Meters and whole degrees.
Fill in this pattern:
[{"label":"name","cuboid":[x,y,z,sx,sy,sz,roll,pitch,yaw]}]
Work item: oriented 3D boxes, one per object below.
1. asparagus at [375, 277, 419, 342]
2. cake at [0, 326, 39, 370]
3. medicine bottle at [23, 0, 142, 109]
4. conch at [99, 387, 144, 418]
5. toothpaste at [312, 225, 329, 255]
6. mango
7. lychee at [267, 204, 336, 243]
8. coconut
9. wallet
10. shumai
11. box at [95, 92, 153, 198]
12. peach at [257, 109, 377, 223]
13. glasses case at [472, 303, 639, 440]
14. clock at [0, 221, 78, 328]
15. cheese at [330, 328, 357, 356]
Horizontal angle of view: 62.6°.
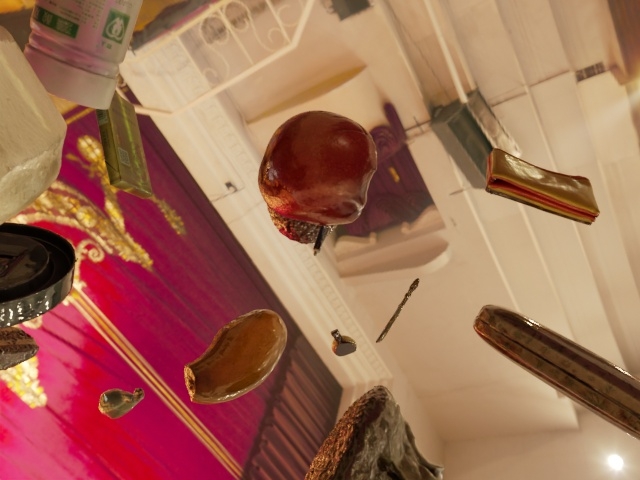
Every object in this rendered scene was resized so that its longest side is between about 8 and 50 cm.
[{"label":"asparagus","cuboid":[0.151,0.140,1.035,0.166,0.013,0.016,-62,173,21]},{"label":"cake","cuboid":[-0.751,0.230,1.163,0.112,0.135,0.246,38,-145,21]},{"label":"medicine bottle","cuboid":[-0.545,-0.493,1.211,0.326,0.211,0.212,-65,-159,14]},{"label":"conch","cuboid":[-0.452,0.369,1.195,0.180,0.088,0.065,-25,-117,37]},{"label":"toothpaste","cuboid":[0.000,0.000,1.242,0.019,0.027,0.083,-12,-130,47]},{"label":"mango","cuboid":[-0.223,0.323,1.460,0.359,0.187,0.144,-47,173,-42]},{"label":"lychee","cuboid":[-0.047,-0.122,1.645,0.260,0.261,0.261,-26,-154,13]},{"label":"coconut","cuboid":[-0.423,-0.139,0.566,0.237,0.266,0.237,-21,-152,12]},{"label":"wallet","cuboid":[0.478,-0.119,1.154,0.241,0.067,0.141,20,-140,2]},{"label":"shumai","cuboid":[0.150,0.590,1.297,0.324,0.323,0.397,-57,175,39]},{"label":"box","cuboid":[-0.585,-0.289,1.559,0.043,0.312,0.173,-18,168,9]},{"label":"peach","cuboid":[-0.006,-0.140,1.112,0.245,0.249,0.274,-24,-154,-18]},{"label":"glasses case","cuboid":[0.492,0.253,1.011,0.425,0.156,0.098,32,-81,29]},{"label":"clock","cuboid":[-0.627,0.058,0.991,0.312,0.062,0.313,10,-153,-5]},{"label":"cheese","cuboid":[0.068,0.344,1.790,0.086,0.163,0.036,-21,-128,6]}]
